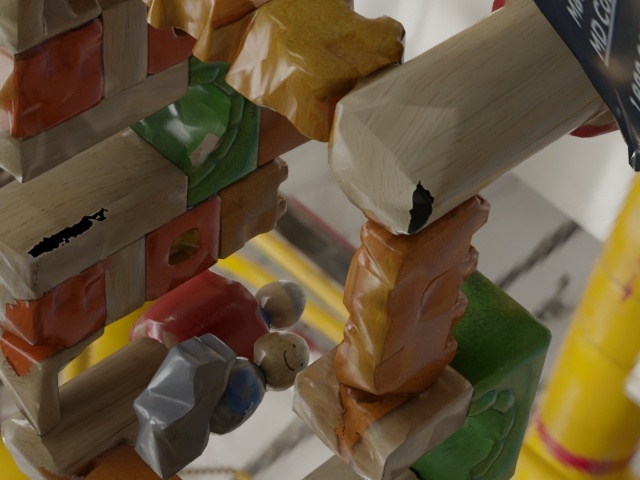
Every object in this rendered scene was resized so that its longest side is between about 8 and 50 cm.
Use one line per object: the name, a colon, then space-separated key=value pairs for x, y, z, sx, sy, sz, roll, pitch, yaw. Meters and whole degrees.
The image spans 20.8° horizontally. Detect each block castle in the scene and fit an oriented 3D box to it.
block castle: x=0.000 y=0.000 z=0.841 sx=0.213 sy=0.303 sz=0.453 roll=-33 pitch=-33 yaw=-33

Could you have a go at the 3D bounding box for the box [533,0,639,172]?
box: x=0.181 y=-0.332 z=0.412 sx=0.480 sy=0.471 sz=0.297 roll=-28 pitch=-23 yaw=-8
